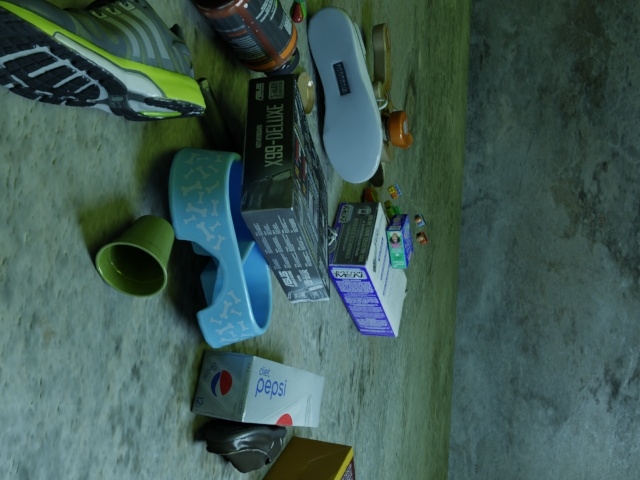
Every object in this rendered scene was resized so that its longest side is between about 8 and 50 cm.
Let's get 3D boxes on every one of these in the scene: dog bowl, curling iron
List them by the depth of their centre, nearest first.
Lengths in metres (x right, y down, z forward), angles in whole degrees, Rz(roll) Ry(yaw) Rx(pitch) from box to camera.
[{"bbox_3d":[-0.130,0.011,0.801,0.166,0.074,0.297,-76,160,-65],"label":"dog bowl"},{"bbox_3d":[-0.136,-0.134,0.881,0.274,0.035,0.068,65,30,-47],"label":"curling iron"}]

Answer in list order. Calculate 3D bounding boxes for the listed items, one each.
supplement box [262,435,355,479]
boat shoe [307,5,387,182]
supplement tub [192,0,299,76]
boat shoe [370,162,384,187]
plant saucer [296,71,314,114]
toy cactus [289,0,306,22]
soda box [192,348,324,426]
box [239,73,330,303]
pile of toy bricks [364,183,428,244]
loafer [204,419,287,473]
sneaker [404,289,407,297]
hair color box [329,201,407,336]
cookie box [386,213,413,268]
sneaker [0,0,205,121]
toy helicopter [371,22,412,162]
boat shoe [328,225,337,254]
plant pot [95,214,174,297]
[{"bbox_3d":[-0.022,0.517,1.067,0.191,0.129,0.194,-38,125,-61],"label":"supplement box"},{"bbox_3d":[0.066,-0.316,1.242,0.156,0.136,0.367,-43,121,-63],"label":"boat shoe"},{"bbox_3d":[-0.101,-0.328,0.860,0.198,0.106,0.106,42,54,-61],"label":"supplement tub"},{"bbox_3d":[0.153,-0.211,1.527,0.045,0.050,0.135,-43,131,-52],"label":"boat shoe"},{"bbox_3d":[-0.035,-0.292,1.129,0.083,0.015,0.083,2,90,-66],"label":"plant saucer"},{"bbox_3d":[-0.062,-0.427,0.871,0.112,0.180,0.219,-50,135,-25],"label":"toy cactus"},{"bbox_3d":[-0.089,0.253,0.942,0.286,0.091,0.098,41,54,-61],"label":"soda box"},{"bbox_3d":[-0.045,-0.068,0.914,0.307,0.076,0.242,70,17,-60],"label":"box"},{"bbox_3d":[0.195,-0.059,1.476,0.105,0.118,0.212,-1,66,-67],"label":"pile of toy bricks"},{"bbox_3d":[-0.113,0.333,0.905,0.220,0.080,0.078,40,55,-61],"label":"loafer"},{"bbox_3d":[0.216,0.190,1.711,0.161,0.057,0.075,-31,137,-64],"label":"sneaker"},{"bbox_3d":[0.122,0.080,1.402,0.339,0.110,0.185,65,33,-49],"label":"hair color box"},{"bbox_3d":[0.196,0.002,1.393,0.092,0.040,0.107,-57,140,-56],"label":"cookie box"},{"bbox_3d":[-0.232,-0.205,0.591,0.300,0.111,0.121,-3,85,-72],"label":"sneaker"},{"bbox_3d":[0.165,-0.373,1.446,0.235,0.140,0.355,16,73,-67],"label":"toy helicopter"},{"bbox_3d":[0.000,0.000,1.165,0.206,0.065,0.075,21,72,-66],"label":"boat shoe"},{"bbox_3d":[-0.211,0.012,0.676,0.079,0.083,0.083,-78,158,-53],"label":"plant pot"}]
